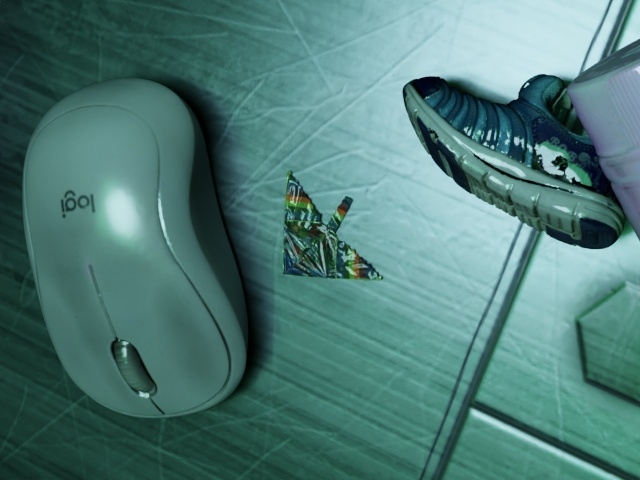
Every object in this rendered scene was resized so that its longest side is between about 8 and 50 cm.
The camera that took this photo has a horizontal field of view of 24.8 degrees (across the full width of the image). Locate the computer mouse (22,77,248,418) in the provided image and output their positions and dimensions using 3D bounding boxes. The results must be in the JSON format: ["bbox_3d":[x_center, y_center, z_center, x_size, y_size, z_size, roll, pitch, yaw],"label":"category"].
[{"bbox_3d":[-0.162,0.011,1.229,0.184,0.121,0.297,-4,94,21],"label":"computer mouse"}]

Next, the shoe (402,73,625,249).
[{"bbox_3d":[0.156,-0.077,1.119,0.207,0.091,0.106,27,80,21],"label":"shoe"}]

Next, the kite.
[{"bbox_3d":[0.000,0.000,1.223,0.122,0.004,0.090,44,109,11],"label":"kite"}]

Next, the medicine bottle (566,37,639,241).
[{"bbox_3d":[0.291,-0.029,1.005,0.152,0.152,0.254,-25,97,22],"label":"medicine bottle"}]
